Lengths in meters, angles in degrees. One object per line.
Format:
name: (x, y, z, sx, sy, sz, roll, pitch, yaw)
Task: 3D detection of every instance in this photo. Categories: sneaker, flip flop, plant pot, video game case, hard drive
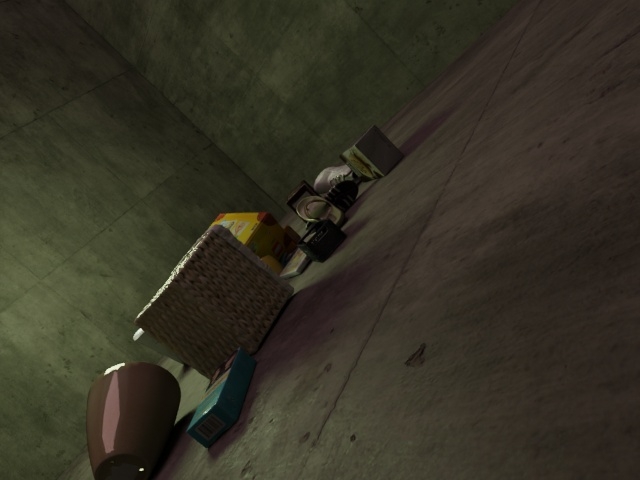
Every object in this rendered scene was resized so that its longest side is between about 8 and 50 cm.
sneaker: (0.039, -0.138, 1.895, 0.281, 0.106, 0.162, -46, 6, 4)
flip flop: (-0.010, -0.112, 1.742, 0.277, 0.080, 0.112, 34, 94, 52)
plant pot: (-0.215, 0.114, 1.845, 0.134, 0.095, 0.134, -27, 1, 0)
sneaker: (0.101, -0.300, 2.133, 0.297, 0.111, 0.129, -27, 21, 8)
video game case: (-0.065, 0.052, 1.720, 0.206, 0.026, 0.227, -56, 12, -21)
hard drive: (-0.673, 0.434, 2.113, 0.210, 0.319, 0.040, -47, 48, -7)
plant pot: (-0.506, 0.512, 1.216, 0.256, 0.256, 0.274, -46, 26, 5)

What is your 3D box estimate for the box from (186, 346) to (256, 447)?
box: (-0.221, 0.352, 1.055, 0.100, 0.060, 0.244, -45, 9, 11)

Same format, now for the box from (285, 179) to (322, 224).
box: (-0.060, -0.187, 2.296, 0.143, 0.191, 0.381, -46, 10, 4)

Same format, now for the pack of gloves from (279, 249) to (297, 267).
pack of gloves: (-0.194, 0.121, 2.014, 0.232, 0.046, 0.195, -49, 10, -18)

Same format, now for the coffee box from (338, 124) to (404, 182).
coffee box: (0.197, -0.343, 1.853, 0.119, 0.168, 0.297, -47, 8, -5)

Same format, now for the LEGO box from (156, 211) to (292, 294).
LEGO box: (-0.415, 0.118, 1.985, 0.372, 0.193, 0.500, 2, 50, 44)

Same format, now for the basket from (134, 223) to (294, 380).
basket: (-0.326, 0.193, 1.391, 0.328, 0.331, 0.266, -39, 13, 39)

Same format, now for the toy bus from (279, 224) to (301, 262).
toy bus: (-0.250, 0.078, 2.255, 0.332, 0.108, 0.130, -42, 9, 24)

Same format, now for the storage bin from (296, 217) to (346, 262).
storage bin: (0.000, 0.000, 1.518, 0.122, 0.084, 0.180, -48, 8, -9)
